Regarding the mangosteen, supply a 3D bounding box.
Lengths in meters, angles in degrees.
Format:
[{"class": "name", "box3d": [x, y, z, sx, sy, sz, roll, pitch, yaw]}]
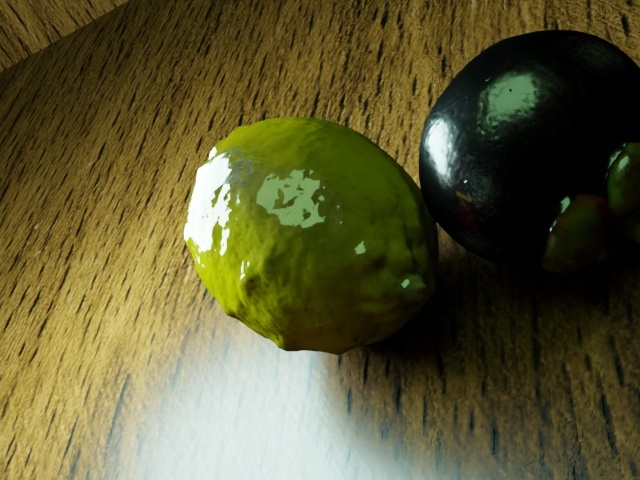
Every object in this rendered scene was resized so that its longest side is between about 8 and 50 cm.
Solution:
[{"class": "mangosteen", "box3d": [0.259, -0.079, 1.505, 0.275, 0.275, 0.302, -42, 61, -12]}]

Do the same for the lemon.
[{"class": "lemon", "box3d": [-0.004, -0.002, 1.633, 0.316, 0.285, 0.285, 32, 62, 13]}]
